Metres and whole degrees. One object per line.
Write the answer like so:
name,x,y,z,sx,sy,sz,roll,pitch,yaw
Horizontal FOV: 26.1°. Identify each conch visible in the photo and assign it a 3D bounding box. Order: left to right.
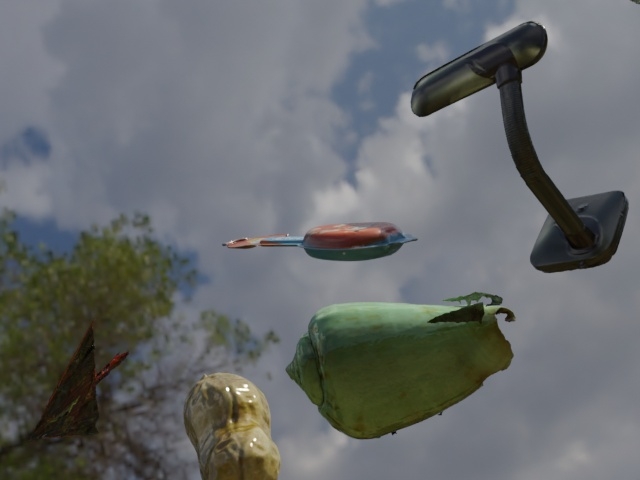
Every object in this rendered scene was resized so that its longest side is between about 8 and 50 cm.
conch,0.058,0.091,0.974,0.170,0.079,0.106,-10,-69,18

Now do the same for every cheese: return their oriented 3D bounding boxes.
cheese,0.000,0.000,1.590,0.256,0.037,0.106,1,10,39

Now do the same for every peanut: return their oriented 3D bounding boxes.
peanut,-0.135,0.307,2.117,0.147,0.305,0.147,-6,-58,-9

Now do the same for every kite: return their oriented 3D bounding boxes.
kite,-0.319,0.202,1.833,0.189,0.009,0.232,-42,-27,-35

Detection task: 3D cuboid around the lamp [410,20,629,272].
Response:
lamp,0.227,-0.094,1.658,0.203,0.124,0.283,-14,-66,44

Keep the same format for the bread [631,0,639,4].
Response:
bread,0.436,-0.340,1.781,0.301,0.301,0.045,25,-89,-47
